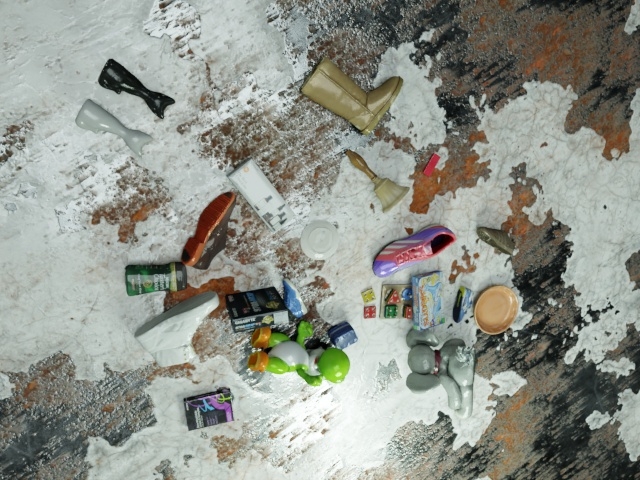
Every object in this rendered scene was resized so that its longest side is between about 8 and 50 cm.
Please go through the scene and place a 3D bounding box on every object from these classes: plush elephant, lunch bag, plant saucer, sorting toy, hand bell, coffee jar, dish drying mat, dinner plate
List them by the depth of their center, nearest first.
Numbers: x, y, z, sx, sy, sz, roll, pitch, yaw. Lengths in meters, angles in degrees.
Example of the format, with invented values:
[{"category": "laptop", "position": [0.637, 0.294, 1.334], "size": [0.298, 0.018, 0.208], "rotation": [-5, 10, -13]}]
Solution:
[{"category": "coffee jar", "position": [-0.514, 0.119, 1.606], "size": [0.185, 0.079, 0.096], "rotation": [-5, 103, -16]}, {"category": "hand bell", "position": [0.175, -0.219, 1.744], "size": [0.242, 0.126, 0.126], "rotation": [43, 87, -7]}, {"category": "dinner plate", "position": [0.000, 0.000, 1.767], "size": [0.141, 0.017, 0.141], "rotation": [-3, 101, -17]}, {"category": "dish drying mat", "position": [0.399, -0.271, 1.832], "size": [0.032, 0.008, 0.083], "rotation": [29, 91, -20]}, {"category": "lunch bag", "position": [0.076, 0.343, 1.834], "size": [0.099, 0.065, 0.067], "rotation": [-25, 123, -11]}, {"category": "sorting toy", "position": [0.282, 0.230, 1.881], "size": [0.275, 0.046, 0.132], "rotation": [1, 101, -16]}, {"category": "plush elephant", "position": [0.435, 0.468, 1.884], "size": [0.330, 0.256, 0.271], "rotation": [68, 33, -48]}, {"category": "plant saucer", "position": [0.686, 0.269, 2.013], "size": [0.200, 0.037, 0.199], "rotation": [-3, 101, -16]}]

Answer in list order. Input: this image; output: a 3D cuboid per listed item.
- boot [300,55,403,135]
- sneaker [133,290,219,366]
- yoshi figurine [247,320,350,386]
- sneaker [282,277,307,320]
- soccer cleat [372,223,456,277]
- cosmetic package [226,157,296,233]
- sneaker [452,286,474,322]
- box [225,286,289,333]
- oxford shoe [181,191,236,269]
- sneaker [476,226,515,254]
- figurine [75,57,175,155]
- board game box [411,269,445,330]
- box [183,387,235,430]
[{"category": "boot", "position": [0.109, -0.504, 1.658], "size": [0.270, 0.089, 0.236], "rotation": [34, 90, -19]}, {"category": "sneaker", "position": [-0.429, 0.294, 1.660], "size": [0.293, 0.108, 0.169], "rotation": [-29, 110, 1]}, {"category": "yoshi figurine", "position": [-0.048, 0.396, 1.734], "size": [0.362, 0.203, 0.203], "rotation": [21, 96, -22]}, {"category": "sneaker", "position": [-0.112, 0.208, 1.753], "size": [0.085, 0.058, 0.152], "rotation": [-32, 115, -17]}, {"category": "soccer cleat", "position": [0.332, 0.039, 1.818], "size": [0.318, 0.116, 0.108], "rotation": [-27, 107, -10]}, {"category": "cosmetic package", "position": [-0.190, -0.145, 1.657], "size": [0.099, 0.060, 0.239], "rotation": [-41, 109, -6]}, {"category": "sneaker", "position": [0.551, 0.251, 1.961], "size": [0.059, 0.053, 0.144], "rotation": [12, 99, -20]}, {"category": "box", "position": [-0.207, 0.218, 1.642], "size": [0.175, 0.220, 0.051], "rotation": [-9, 106, -14]}, {"category": "oxford shoe", "position": [-0.338, -0.031, 1.635], "size": [0.098, 0.097, 0.271], "rotation": [31, 92, -44]}, {"category": "sneaker", "position": [0.668, -0.016, 1.945], "size": [0.188, 0.066, 0.071], "rotation": [33, 74, -25]}, {"category": "figurine", "position": [-0.565, -0.378, 1.489], "size": [0.210, 0.092, 0.214], "rotation": [29, 93, -24]}, {"category": "board game box", "position": [0.399, 0.221, 1.890], "size": [0.136, 0.035, 0.201], "rotation": [-10, 100, -34]}, {"category": "box", "position": [-0.384, 0.585, 1.766], "size": [0.162, 0.029, 0.116], "rotation": [-9, 104, -13]}]
